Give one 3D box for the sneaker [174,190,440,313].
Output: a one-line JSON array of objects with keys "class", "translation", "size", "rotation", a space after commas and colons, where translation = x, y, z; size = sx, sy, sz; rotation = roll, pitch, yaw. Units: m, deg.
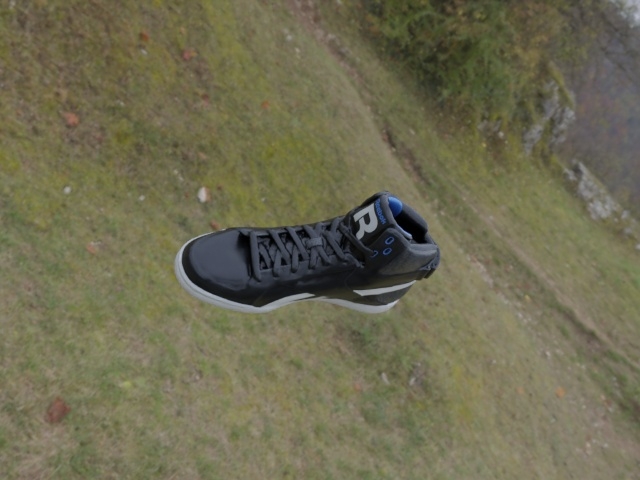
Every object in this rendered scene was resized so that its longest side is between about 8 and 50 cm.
[{"class": "sneaker", "translation": [0.000, 0.000, 0.546], "size": [0.217, 0.121, 0.079], "rotation": [5, 54, -30]}]
